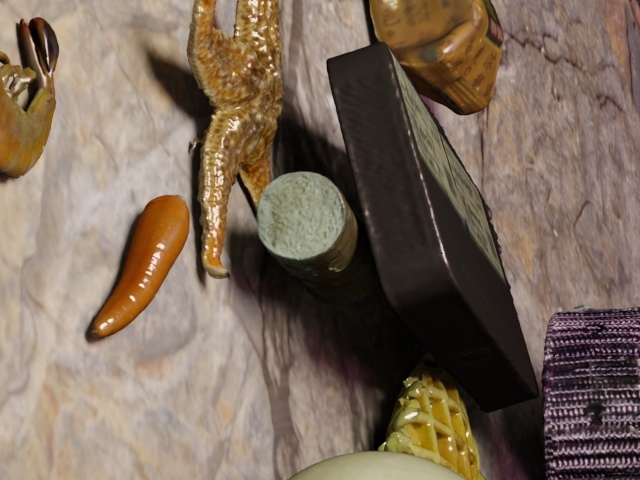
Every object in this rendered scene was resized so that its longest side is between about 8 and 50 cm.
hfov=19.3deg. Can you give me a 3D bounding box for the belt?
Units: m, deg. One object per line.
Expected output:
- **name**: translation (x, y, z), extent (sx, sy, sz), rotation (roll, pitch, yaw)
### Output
- **belt**: translation (0.257, 0.199, 1.683), extent (0.325, 0.122, 0.260), rotation (72, 19, -46)

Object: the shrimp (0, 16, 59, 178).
- **shrimp**: translation (-0.190, -0.127, 1.094), extent (0.124, 0.034, 0.178), rotation (-46, 121, -64)

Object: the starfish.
- **starfish**: translation (-0.062, -0.108, 1.303), extent (0.138, 0.050, 0.247), rotation (-38, 127, -69)

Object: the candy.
- **candy**: translation (0.086, -0.252, 1.651), extent (0.143, 0.101, 0.271), rotation (30, 45, -64)

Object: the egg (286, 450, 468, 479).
- **egg**: translation (0.034, 0.222, 1.207), extent (0.217, 0.183, 0.183), rotation (33, 48, -45)

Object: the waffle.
- **waffle**: translation (0.096, 0.202, 1.478), extent (0.214, 0.054, 0.208), rotation (-47, 119, -68)

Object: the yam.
- **yam**: translation (0.000, 0.000, 1.355), extent (0.169, 0.068, 0.068), rotation (54, 29, -73)

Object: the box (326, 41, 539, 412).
- **box**: translation (0.094, -0.001, 1.484), extent (0.350, 0.058, 0.211), rotation (47, 25, -63)

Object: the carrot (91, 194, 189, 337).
- **carrot**: translation (-0.111, 0.016, 1.185), extent (0.035, 0.035, 0.142), rotation (59, 35, -31)
